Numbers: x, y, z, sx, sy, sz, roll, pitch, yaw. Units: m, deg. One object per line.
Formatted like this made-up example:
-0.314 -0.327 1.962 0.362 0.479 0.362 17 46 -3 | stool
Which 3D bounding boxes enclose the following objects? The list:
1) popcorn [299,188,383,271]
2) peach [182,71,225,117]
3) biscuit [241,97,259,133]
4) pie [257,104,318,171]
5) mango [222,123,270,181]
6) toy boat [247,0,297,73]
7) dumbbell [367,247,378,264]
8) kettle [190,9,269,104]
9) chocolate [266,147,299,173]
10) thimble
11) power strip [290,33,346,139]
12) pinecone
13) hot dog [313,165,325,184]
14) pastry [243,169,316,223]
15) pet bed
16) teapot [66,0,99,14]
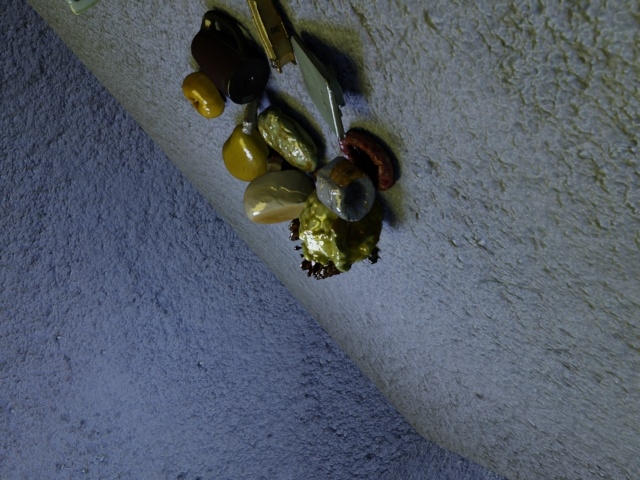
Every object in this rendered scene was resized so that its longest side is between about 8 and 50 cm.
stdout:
0.067 -0.042 1.767 0.237 0.293 0.293 -3 130 47 | popcorn
-0.422 -0.523 2.137 0.179 0.103 0.179 41 160 18 | peach
-0.209 -0.402 1.824 0.038 0.141 0.290 11 -168 -6 | biscuit
-0.095 -0.315 1.806 0.248 0.090 0.201 44 163 16 | pie
-0.265 -0.312 2.175 0.195 0.142 0.332 44 163 -9 | mango
-0.125 -0.515 1.418 0.226 0.068 0.088 64 172 -28 | toy boat
0.183 0.053 2.075 0.036 0.040 0.083 11 156 10 | dumbbell
-0.271 -0.526 1.677 0.232 0.144 0.202 43 145 24 | kettle
-0.126 -0.246 2.034 0.080 0.125 0.148 15 145 33 | chocolate
0.064 -0.135 1.563 0.118 0.127 0.151 38 159 39 | thimble
0.014 -0.371 1.408 0.213 0.064 0.198 61 176 34 | power strip
-0.001 -0.001 2.068 0.292 0.246 0.246 48 167 25 | pinecone
0.021 -0.172 1.913 0.072 0.055 0.188 39 164 23 | hot dog
-0.128 -0.140 1.942 0.265 0.265 0.133 110 152 -73 | pastry
0.123 -0.209 1.557 0.201 0.053 0.201 48 169 12 | pet bed
-0.791 -0.922 1.874 0.321 0.239 0.239 58 163 -21 | teapot
